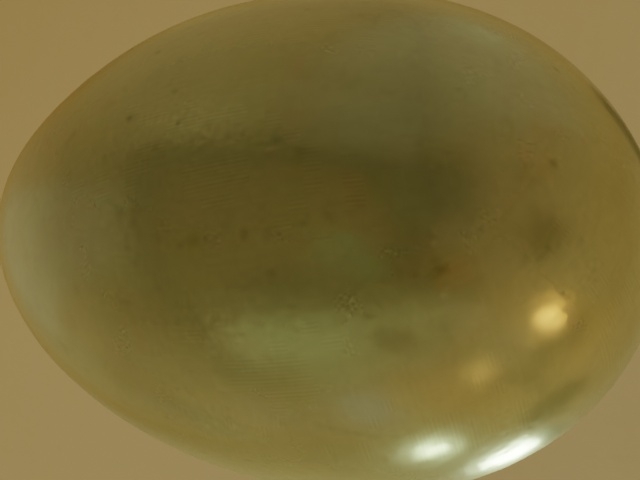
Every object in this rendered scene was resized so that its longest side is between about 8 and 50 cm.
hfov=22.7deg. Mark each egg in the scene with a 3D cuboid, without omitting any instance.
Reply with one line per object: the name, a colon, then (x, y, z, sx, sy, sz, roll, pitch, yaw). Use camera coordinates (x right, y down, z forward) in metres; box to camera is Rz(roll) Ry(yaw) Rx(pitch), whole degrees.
egg: (0.000, 0.000, 0.602, 0.254, 0.188, 0.188, 1, -103, 11)
